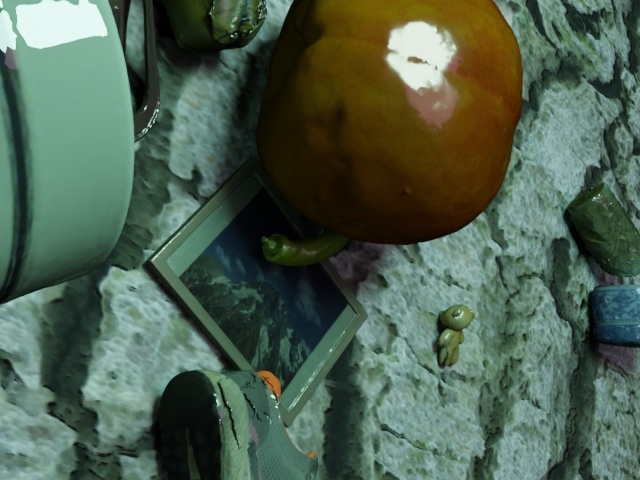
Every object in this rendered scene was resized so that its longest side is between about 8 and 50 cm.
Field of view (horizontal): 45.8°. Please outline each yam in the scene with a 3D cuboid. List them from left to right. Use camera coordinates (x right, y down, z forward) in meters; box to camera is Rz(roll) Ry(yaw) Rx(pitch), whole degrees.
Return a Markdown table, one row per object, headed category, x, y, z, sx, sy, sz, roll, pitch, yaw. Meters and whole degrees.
| category | x | y | z | sx | sy | sz | roll | pitch | yaw |
| --- | --- | --- | --- | --- | --- | --- | --- | --- | --- |
| yam | 0.535 | -0.024 | 1.421 | 0.183 | 0.107 | 0.107 | 53 | 55 | -21 |

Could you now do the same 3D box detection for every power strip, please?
| category | x | y | z | sx | sy | sz | roll | pitch | yaw |
| --- | --- | --- | --- | --- | --- | --- | --- | --- | --- |
| power strip | -0.300 | -0.118 | 0.560 | 0.161 | 0.357 | 0.357 | -21 | 98 | -42 |

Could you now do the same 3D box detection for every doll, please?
| category | x | y | z | sx | sy | sz | roll | pitch | yaw |
| --- | --- | --- | --- | --- | --- | --- | --- | --- | --- |
| doll | 0.204 | 0.144 | 1.146 | 0.062 | 0.051 | 0.093 | 1 | 85 | -47 |

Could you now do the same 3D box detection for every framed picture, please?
| category | x | y | z | sx | sy | sz | roll | pitch | yaw |
| --- | --- | --- | --- | --- | --- | --- | --- | --- | --- |
| framed picture | -0.066 | 0.064 | 0.944 | 0.281 | 0.019 | 0.209 | 53 | 54 | -22 |

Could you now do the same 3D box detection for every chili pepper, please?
| category | x | y | z | sx | sy | sz | roll | pitch | yaw |
| --- | --- | --- | --- | --- | --- | --- | --- | --- | --- |
| chili pepper | 0.000 | 0.001 | 0.976 | 0.208 | 0.043 | 0.049 | -17 | 69 | -46 |

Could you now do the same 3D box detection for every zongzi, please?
| category | x | y | z | sx | sy | sz | roll | pitch | yaw |
| --- | --- | --- | --- | --- | --- | --- | --- | --- | --- |
| zongzi | -0.091 | -0.378 | 0.920 | 0.289 | 0.123 | 0.260 | -34 | 111 | -43 |

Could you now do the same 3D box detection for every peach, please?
| category | x | y | z | sx | sy | sz | roll | pitch | yaw |
| --- | --- | --- | --- | --- | --- | --- | --- | --- | --- |
| peach | 0.091 | -0.165 | 0.911 | 0.302 | 0.343 | 0.342 | 16 | 72 | -15 |

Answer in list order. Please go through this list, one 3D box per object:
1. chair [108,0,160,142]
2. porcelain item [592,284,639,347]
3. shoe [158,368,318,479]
| category | x | y | z | sx | sy | sz | roll | pitch | yaw |
| --- | --- | --- | --- | --- | --- | --- | --- | --- | --- |
| chair | -0.254 | -0.271 | 0.765 | 0.176 | 0.183 | 0.326 | -22 | 143 | -41 |
| porcelain item | 0.584 | 0.143 | 1.412 | 0.147 | 0.147 | 0.114 | 7 | 82 | -40 |
| shoe | -0.069 | 0.298 | 0.854 | 0.171 | 0.132 | 0.336 | -8 | 87 | -50 |
